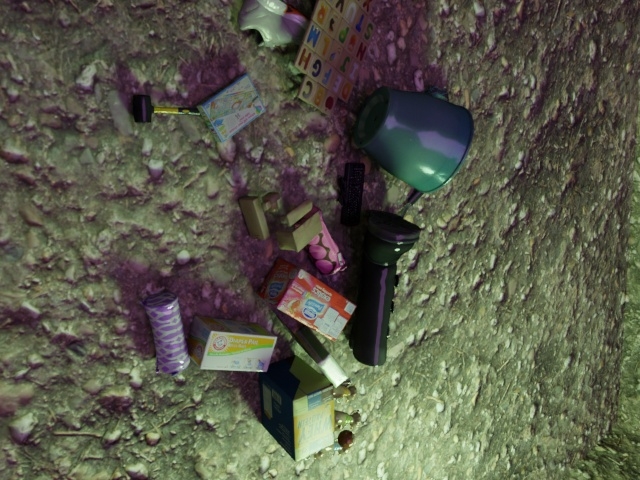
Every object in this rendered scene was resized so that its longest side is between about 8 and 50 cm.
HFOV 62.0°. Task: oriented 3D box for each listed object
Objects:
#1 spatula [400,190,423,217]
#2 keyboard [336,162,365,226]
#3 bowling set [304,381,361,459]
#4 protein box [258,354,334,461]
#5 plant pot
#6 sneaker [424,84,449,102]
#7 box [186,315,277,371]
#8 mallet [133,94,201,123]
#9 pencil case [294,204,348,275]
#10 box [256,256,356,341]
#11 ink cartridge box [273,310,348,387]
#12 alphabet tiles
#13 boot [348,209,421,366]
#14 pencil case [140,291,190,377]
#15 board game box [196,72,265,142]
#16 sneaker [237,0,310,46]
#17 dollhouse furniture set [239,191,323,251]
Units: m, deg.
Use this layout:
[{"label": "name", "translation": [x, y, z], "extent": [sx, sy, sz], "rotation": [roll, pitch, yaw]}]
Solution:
[{"label": "spatula", "translation": [0.281, -0.100, 1.731], "extent": [0.084, 0.030, 0.296], "rotation": [45, 76, -31]}, {"label": "keyboard", "translation": [0.095, -0.132, 1.582], "extent": [0.100, 0.038, 0.191], "rotation": [-6, 107, -35]}, {"label": "bowling set", "translation": [0.061, 0.612, 1.690], "extent": [0.154, 0.200, 0.286], "rotation": [24, 93, -40]}, {"label": "protein box", "translation": [-0.071, 0.479, 1.542], "extent": [0.136, 0.200, 0.201], "rotation": [-13, 112, -32]}, {"label": "plant pot", "translation": [0.244, -0.303, 1.514], "extent": [0.255, 0.272, 0.271], "rotation": [19, 92, -23]}, {"label": "sneaker", "translation": [0.340, -0.446, 1.661], "extent": [0.167, 0.065, 0.076], "rotation": [-7, 91, -38]}, {"label": "box", "translation": [-0.238, 0.276, 1.413], "extent": [0.203, 0.114, 0.103], "rotation": [14, 95, -37]}, {"label": "mallet", "translation": [-0.336, -0.288, 1.221], "extent": [0.190, 0.039, 0.062], "rotation": [1, 102, -40]}, {"label": "pencil case", "translation": [0.000, 0.000, 1.514], "extent": [0.095, 0.098, 0.209], "rotation": [-42, 123, -19]}, {"label": "box", "translation": [-0.037, 0.170, 1.521], "extent": [0.257, 0.123, 0.128], "rotation": [36, 81, -38]}, {"label": "ink cartridge box", "translation": [-0.028, 0.300, 1.537], "extent": [0.056, 0.171, 0.235], "rotation": [-38, 123, -8]}, {"label": "alphabet tiles", "translation": [0.046, -0.504, 1.370], "extent": [0.285, 0.011, 0.342], "rotation": [11, 101, -62]}, {"label": "boot", "translation": [0.166, 0.155, 1.545], "extent": [0.146, 0.367, 0.444], "rotation": [12, 100, 3]}, {"label": "pencil case", "translation": [-0.380, 0.229, 1.318], "extent": [0.088, 0.086, 0.205], "rotation": [-8, 108, -10]}, {"label": "board game box", "translation": [-0.213, -0.321, 1.290], "extent": [0.154, 0.026, 0.103], "rotation": [-45, 125, -27]}, {"label": "sneaker", "translation": [-0.097, -0.516, 1.304], "extent": [0.263, 0.099, 0.121], "rotation": [17, 120, -46]}, {"label": "dollhouse furniture set", "translation": [-0.102, -0.067, 1.406], "extent": [0.123, 0.151, 0.144], "rotation": [-42, 127, -45]}]
